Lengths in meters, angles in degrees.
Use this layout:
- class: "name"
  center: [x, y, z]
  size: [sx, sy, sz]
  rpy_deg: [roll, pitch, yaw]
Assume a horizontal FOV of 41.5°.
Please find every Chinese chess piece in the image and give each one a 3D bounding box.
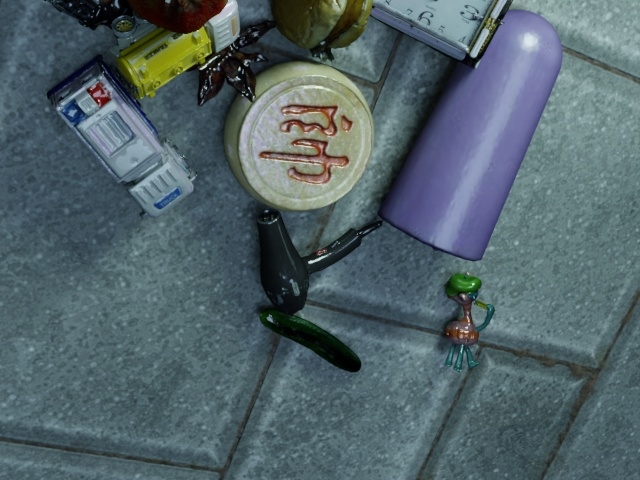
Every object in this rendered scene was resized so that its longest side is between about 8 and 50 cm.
- class: "Chinese chess piece"
  center: [-0.038, -0.184, 1.505]
  size: [0.270, 0.112, 0.269]
  rpy_deg: [-7, 114, -16]

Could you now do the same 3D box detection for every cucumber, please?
- class: "cucumber"
  center: [-0.012, 0.202, 1.712]
  size: [0.284, 0.056, 0.056]
  rpy_deg: [33, 100, -32]

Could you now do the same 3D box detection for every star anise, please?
- class: "star anise"
  center: [-0.161, -0.290, 1.418]
  size: [0.213, 0.053, 0.157]
  rpy_deg: [-9, 75, -14]

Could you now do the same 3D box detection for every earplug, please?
- class: "earplug"
  center: [0.291, -0.203, 1.559]
  size: [0.215, 0.215, 0.455]
  rpy_deg: [19, 102, -24]

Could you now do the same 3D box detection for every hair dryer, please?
- class: "hair dryer"
  center: [0.000, 0.000, 1.620]
  size: [0.272, 0.091, 0.235]
  rpy_deg: [-28, 130, -20]

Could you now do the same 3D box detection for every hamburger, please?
- class: "hamburger"
  center: [0.011, -0.438, 1.356]
  size: [0.133, 0.211, 0.308]
  rpy_deg: [0, 111, -23]

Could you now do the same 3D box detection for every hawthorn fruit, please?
- class: "hawthorn fruit"
  center: [-0.201, -0.396, 1.251]
  size: [0.157, 0.194, 0.156]
  rpy_deg: [4, 120, 7]

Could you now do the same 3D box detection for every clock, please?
- class: "clock"
  center: [0.204, -0.431, 1.454]
  size: [0.253, 0.083, 0.186]
  rpy_deg: [29, 103, 5]

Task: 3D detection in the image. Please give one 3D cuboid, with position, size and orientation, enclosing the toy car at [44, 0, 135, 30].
- class: "toy car"
  center: [-0.310, -0.469, 1.290]
  size: [0.301, 0.118, 0.193]
  rpy_deg: [-51, 137, 3]

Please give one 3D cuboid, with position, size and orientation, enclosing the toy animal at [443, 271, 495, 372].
- class: "toy animal"
  center: [0.310, 0.172, 1.776]
  size: [0.103, 0.100, 0.208]
  rpy_deg: [7, 101, 20]

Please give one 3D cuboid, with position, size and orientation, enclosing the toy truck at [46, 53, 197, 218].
- class: "toy truck"
  center: [-0.320, -0.158, 1.397]
  size: [0.124, 0.155, 0.268]
  rpy_deg: [-37, 119, -1]

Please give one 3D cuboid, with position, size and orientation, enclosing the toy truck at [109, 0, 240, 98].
- class: "toy truck"
  center: [-0.229, -0.320, 1.340]
  size: [0.227, 0.114, 0.098]
  rpy_deg: [-38, 160, -18]
